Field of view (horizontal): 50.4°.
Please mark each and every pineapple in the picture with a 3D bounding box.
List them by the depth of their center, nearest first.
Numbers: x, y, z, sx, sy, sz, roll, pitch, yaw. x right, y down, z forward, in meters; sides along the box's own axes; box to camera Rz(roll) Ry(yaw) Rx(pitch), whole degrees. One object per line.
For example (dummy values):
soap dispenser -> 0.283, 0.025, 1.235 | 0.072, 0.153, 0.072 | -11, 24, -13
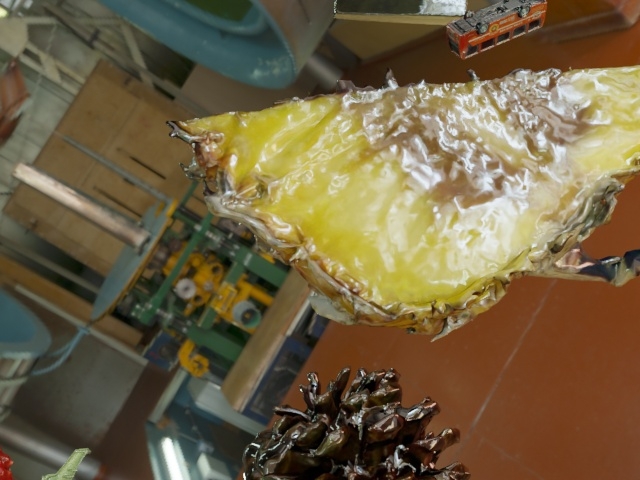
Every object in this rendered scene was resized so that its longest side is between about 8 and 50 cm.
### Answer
pineapple -> 0.086, -0.007, 0.442 | 0.161, 0.335, 0.158 | 83, 175, -64

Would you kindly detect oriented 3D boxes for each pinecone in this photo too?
pinecone -> 0.061, 0.392, 1.172 | 0.397, 0.398, 0.397 | -47, 23, 26

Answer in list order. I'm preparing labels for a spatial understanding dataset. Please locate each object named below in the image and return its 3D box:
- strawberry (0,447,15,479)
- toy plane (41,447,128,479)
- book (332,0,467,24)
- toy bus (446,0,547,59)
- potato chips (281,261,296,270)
strawberry -> -0.407, 0.186, 0.657 | 0.234, 0.306, 0.137 | -17, 32, 19
toy plane -> -0.206, 0.218, 0.534 | 0.040, 0.111, 0.102 | 118, 148, -73
book -> 0.102, -0.374, 0.817 | 0.024, 0.160, 0.228 | 57, -143, -84
toy bus -> 0.187, -0.229, 0.723 | 0.110, 0.043, 0.031 | -24, 52, -9
potato chips -> 0.000, 0.000, 1.355 | 0.202, 0.150, 0.049 | -33, 21, 33
